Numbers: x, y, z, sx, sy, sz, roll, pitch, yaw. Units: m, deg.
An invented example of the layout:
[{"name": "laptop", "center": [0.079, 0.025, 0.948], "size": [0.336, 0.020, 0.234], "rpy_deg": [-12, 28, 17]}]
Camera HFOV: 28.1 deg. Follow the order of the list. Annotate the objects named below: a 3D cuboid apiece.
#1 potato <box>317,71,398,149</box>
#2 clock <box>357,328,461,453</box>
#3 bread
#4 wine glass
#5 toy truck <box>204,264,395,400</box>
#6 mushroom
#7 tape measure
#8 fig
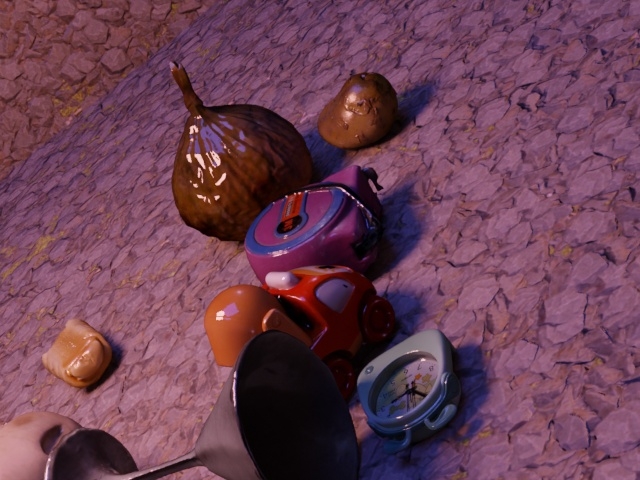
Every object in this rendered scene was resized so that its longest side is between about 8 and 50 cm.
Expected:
[{"name": "potato", "center": [0.075, -0.241, 2.424], "size": [0.176, 0.137, 0.137], "rpy_deg": [-40, 19, 52]}, {"name": "clock", "center": [0.128, 0.217, 1.775], "size": [0.148, 0.060, 0.189], "rpy_deg": [-31, 30, 16]}, {"name": "bread", "center": [-0.465, 0.223, 2.458], "size": [0.119, 0.084, 0.177], "rpy_deg": [-49, 30, -12]}, {"name": "wine glass", "center": [-0.179, 0.308, 1.810], "size": [0.406, 0.267, 0.267], "rpy_deg": [-23, 33, 31]}, {"name": "toy truck", "center": [-0.045, 0.119, 1.935], "size": [0.189, 0.239, 0.265], "rpy_deg": [0, 47, 49]}, {"name": "mushroom", "center": [-0.529, 0.409, 2.002], "size": [0.353, 0.353, 0.325], "rpy_deg": [-16, 45, 38]}, {"name": "tape measure", "center": [0.000, 0.000, 2.158], "size": [0.245, 0.149, 0.231], "rpy_deg": [-22, 30, 18]}, {"name": "fig", "center": [-0.191, -0.192, 2.433], "size": [0.286, 0.369, 0.286], "rpy_deg": [-26, 23, 12]}]
